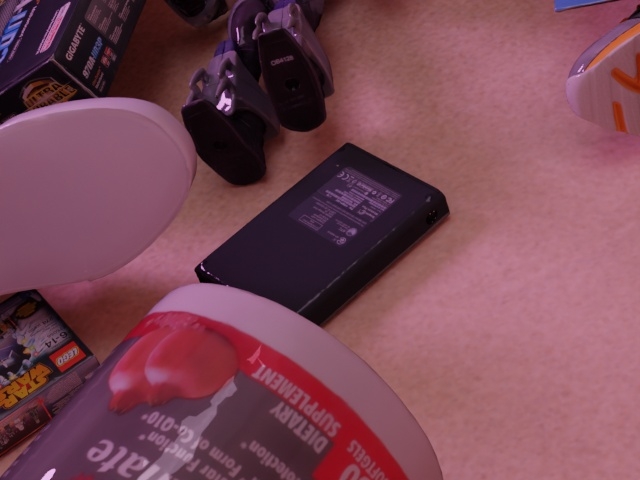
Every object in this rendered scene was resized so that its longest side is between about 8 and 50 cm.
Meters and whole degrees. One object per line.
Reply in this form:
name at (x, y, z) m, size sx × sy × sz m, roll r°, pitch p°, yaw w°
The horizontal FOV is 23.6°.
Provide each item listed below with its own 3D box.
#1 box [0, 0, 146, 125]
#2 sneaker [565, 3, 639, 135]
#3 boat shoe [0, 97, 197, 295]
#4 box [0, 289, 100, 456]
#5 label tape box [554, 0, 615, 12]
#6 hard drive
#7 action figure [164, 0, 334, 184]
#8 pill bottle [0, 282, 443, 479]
box at (-0.203, -0.148, 1.115) m, size 0.175 × 0.051 × 0.220 m, roll -25°, pitch 35°, yaw 35°
sneaker at (0.234, -0.134, 0.961) m, size 0.215 × 0.084 × 0.083 m, roll -27°, pitch 39°, yaw -21°
boat shoe at (-0.197, -0.015, 0.952) m, size 0.301 × 0.108 × 0.102 m, roll -28°, pitch 19°, yaw 26°
box at (-0.209, 0.093, 0.934) m, size 0.137 × 0.027 × 0.094 m, roll -35°, pitch 44°, yaw -16°
label tape box at (0.259, -0.281, 1.021) m, size 0.241 × 0.106 × 0.333 m, roll -10°, pitch 28°, yaw 12°
hard drive at (0.000, 0.000, 0.951) m, size 0.135 × 0.022 × 0.094 m, roll -40°, pitch 46°, yaw -20°
action figure at (-0.029, -0.172, 1.084) m, size 0.185 × 0.099 × 0.285 m, roll -24°, pitch 34°, yaw 23°
pill bottle at (-0.097, 0.185, 0.685) m, size 0.176 × 0.176 × 0.318 m, roll 18°, pitch 55°, yaw 35°
